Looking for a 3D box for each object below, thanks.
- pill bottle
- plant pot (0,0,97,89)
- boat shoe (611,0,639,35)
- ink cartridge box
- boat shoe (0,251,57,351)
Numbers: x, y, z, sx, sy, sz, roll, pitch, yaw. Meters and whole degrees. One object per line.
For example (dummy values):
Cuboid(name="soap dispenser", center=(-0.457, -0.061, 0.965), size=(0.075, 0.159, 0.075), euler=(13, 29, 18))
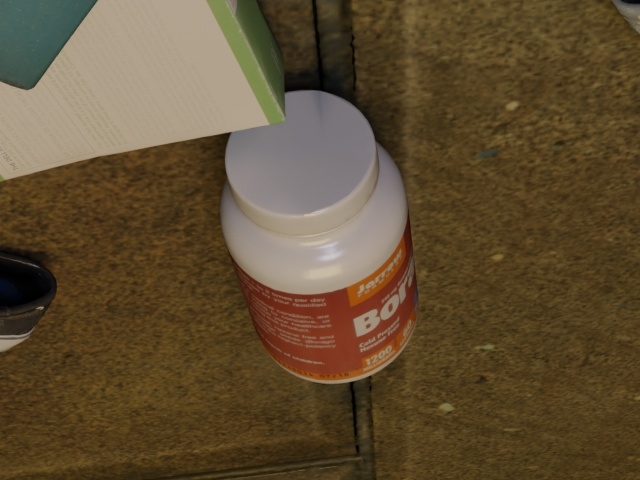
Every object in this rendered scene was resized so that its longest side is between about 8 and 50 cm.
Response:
Cuboid(name="pill bottle", center=(0.000, 0.000, 0.909), size=(0.121, 0.121, 0.216), euler=(-9, 150, 3))
Cuboid(name="plant pot", center=(-0.116, -0.211, 0.487), size=(0.165, 0.165, 0.234), euler=(20, 126, -44))
Cuboid(name="boat shoe", center=(0.256, -0.165, 0.726), size=(0.227, 0.079, 0.081), euler=(-27, 149, 36))
Cuboid(name="ink cartridge box", center=(-0.153, -0.106, 0.764), size=(0.235, 0.056, 0.171), euler=(-10, 149, 11))
Cuboid(name="boat shoe", center=(-0.282, 0.024, 0.937), size=(0.228, 0.080, 0.076), euler=(19, 135, -38))
